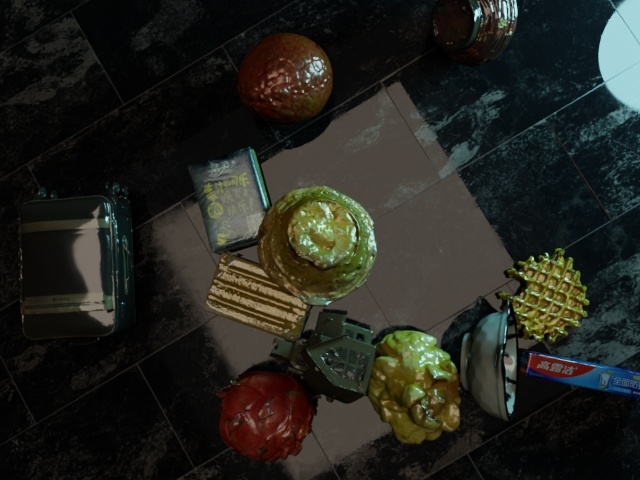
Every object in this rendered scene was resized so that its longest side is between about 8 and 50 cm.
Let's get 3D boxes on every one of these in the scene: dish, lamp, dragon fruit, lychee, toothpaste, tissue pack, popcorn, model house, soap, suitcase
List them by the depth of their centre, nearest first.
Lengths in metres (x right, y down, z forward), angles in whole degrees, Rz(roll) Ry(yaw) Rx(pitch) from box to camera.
[{"bbox_3d":[0.424,0.306,1.423,0.120,0.303,0.303,-2,85,26],"label":"dish"},{"bbox_3d":[0.240,0.372,1.444,0.252,0.215,0.286,-19,89,46],"label":"popcorn"},{"bbox_3d":[-0.003,0.284,1.449,0.243,0.211,0.204,18,66,-6],"label":"model house"},{"bbox_3d":[-0.139,0.451,1.453,0.252,0.241,0.241,1,86,20],"label":"dragon fruit"},{"bbox_3d":[0.692,0.350,1.483,0.320,0.076,0.066,10,88,4],"label":"toothpaste"},{"bbox_3d":[0.409,-0.587,1.501,0.247,0.247,0.247,0,86,3],"label":"lamp"},{"bbox_3d":[-0.092,-0.435,1.513,0.255,0.255,0.300,15,53,4],"label":"lychee"},{"bbox_3d":[-0.647,0.063,1.524,0.283,0.194,0.434,-4,87,3],"label":"suitcase"},{"bbox_3d":[-0.162,0.152,1.540,0.274,0.089,0.173,19,86,4],"label":"soap"},{"bbox_3d":[-0.241,-0.109,1.567,0.185,0.081,0.257,-16,85,1],"label":"tissue pack"}]

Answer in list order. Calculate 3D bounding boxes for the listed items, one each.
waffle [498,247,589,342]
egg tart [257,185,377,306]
[{"bbox_3d":[0.605,0.153,1.518,0.228,0.051,0.232,-26,86,-2],"label":"waffle"},{"bbox_3d":[0.002,-0.003,1.481,0.341,0.129,0.341,5,70,-13],"label":"egg tart"}]
